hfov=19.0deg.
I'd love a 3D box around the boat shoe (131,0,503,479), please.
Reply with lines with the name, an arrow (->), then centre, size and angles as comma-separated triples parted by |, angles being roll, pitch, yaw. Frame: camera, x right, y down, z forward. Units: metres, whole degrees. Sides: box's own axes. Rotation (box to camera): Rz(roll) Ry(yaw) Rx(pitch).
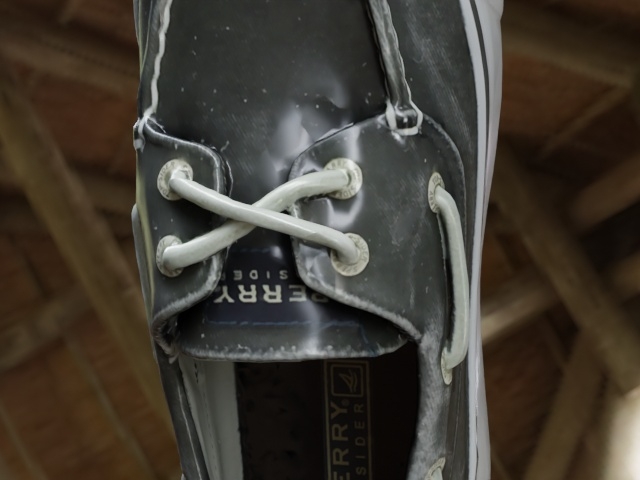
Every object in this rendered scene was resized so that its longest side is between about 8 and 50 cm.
boat shoe -> 0.000, 0.000, 0.402 | 0.077, 0.070, 0.219 | -3, -70, 16
